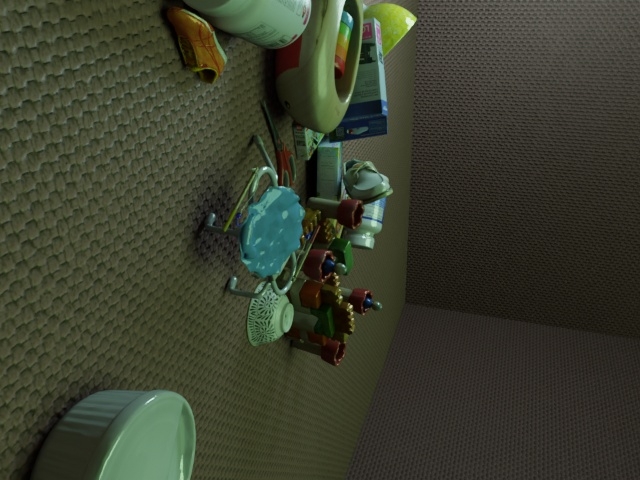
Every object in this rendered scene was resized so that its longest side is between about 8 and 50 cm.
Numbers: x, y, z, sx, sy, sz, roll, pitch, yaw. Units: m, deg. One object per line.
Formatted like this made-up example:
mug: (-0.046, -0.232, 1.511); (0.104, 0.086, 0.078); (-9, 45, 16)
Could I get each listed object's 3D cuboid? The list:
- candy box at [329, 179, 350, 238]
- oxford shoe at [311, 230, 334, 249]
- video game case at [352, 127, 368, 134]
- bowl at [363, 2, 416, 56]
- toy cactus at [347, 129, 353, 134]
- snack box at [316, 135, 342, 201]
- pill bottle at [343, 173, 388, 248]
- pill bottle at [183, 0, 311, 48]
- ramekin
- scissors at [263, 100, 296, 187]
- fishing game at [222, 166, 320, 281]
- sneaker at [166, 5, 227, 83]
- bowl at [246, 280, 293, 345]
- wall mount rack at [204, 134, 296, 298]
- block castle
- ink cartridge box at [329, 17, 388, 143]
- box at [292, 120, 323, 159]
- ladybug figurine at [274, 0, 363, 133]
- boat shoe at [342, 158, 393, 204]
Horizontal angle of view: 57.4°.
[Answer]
candy box: (0.053, -0.104, 1.989); (0.109, 0.053, 0.187); (71, 32, -55)
oxford shoe: (0.000, 0.000, 1.841); (0.076, 0.076, 0.212); (-35, 133, -14)
video game case: (0.115, -0.406, 1.808); (0.019, 0.143, 0.157); (-4, 85, -29)
bowl: (0.137, -0.636, 1.809); (0.156, 0.289, 0.289); (43, 40, -14)
toy cactus: (0.065, -0.404, 1.805); (0.180, 0.112, 0.219); (110, -34, -68)
snack box: (0.029, -0.203, 1.788); (0.174, 0.070, 0.207); (-75, 165, -67)
pill bottle: (0.161, -0.109, 2.166); (0.152, 0.152, 0.272); (30, 69, -72)
pill bottle: (-0.133, -0.446, 1.042); (0.283, 0.160, 0.160); (-24, 120, -71)
ramekin: (-0.306, 0.349, 0.869); (0.273, 0.127, 0.273); (7, 90, -73)
scissors: (-0.102, -0.246, 1.481); (0.297, 0.021, 0.109); (80, 26, -42)
fishing game: (-0.100, -0.016, 1.162); (0.264, 0.041, 0.189); (36, 75, -53)
sneaker: (-0.212, -0.332, 1.007); (0.067, 0.064, 0.175); (-68, 157, -14)
bowl: (-0.119, 0.193, 1.501); (0.170, 0.080, 0.170); (8, 90, -72)
wall mount rack: (-0.130, -0.054, 1.300); (0.350, 0.130, 0.304); (80, 28, -45)
block castle: (0.040, 0.125, 1.695); (0.303, 0.212, 0.453); (-57, 150, -39)
ink cartridge box: (0.083, -0.437, 1.617); (0.065, 0.185, 0.311); (-16, 101, -68)
box: (-0.023, -0.330, 1.666); (0.207, 0.036, 0.114); (-64, 155, -46)
ladybug figurine: (-0.005, -0.486, 1.444); (0.305, 0.161, 0.449); (44, 55, -68)
boat shoe: (0.122, -0.178, 1.738); (0.103, 0.113, 0.302); (68, -10, -16)
